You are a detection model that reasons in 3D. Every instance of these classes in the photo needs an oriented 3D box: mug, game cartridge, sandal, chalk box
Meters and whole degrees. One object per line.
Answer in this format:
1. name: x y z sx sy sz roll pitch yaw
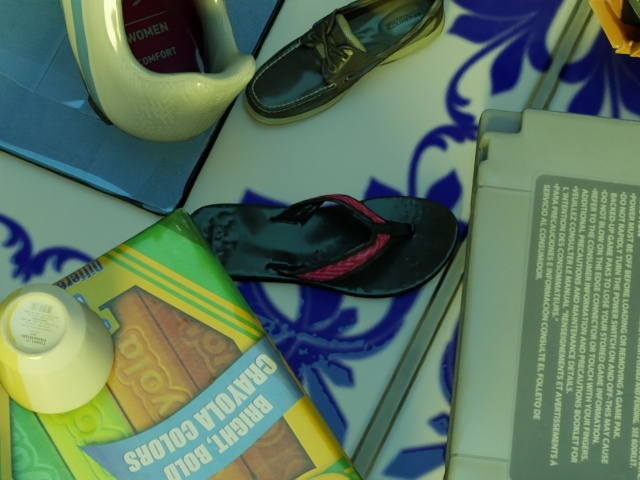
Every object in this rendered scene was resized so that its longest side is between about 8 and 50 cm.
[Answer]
1. mug: -0.146 0.055 0.889 0.078 0.064 0.062 -31 74 -9
2. game cartridge: 0.183 0.067 1.086 0.198 0.062 0.297 9 70 -2
3. sandal: 0.000 0.000 1.113 0.179 0.040 0.067 0 69 -1
4. chalk box: -0.072 0.166 0.977 0.180 0.179 0.289 -32 73 -11

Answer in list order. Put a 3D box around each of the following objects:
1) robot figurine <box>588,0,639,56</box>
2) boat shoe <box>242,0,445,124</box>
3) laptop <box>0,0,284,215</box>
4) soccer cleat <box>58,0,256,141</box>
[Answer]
1. robot figurine: 0.219 -0.235 1.151 0.211 0.085 0.291 1 69 -44
2. boat shoe: 0.015 -0.131 1.157 0.152 0.049 0.056 -33 74 -12
3. laptop: -0.209 -0.289 1.122 0.236 0.408 0.382 8 65 38
4. soccer cleat: -0.129 -0.221 1.061 0.116 0.143 0.331 -27 96 -29
